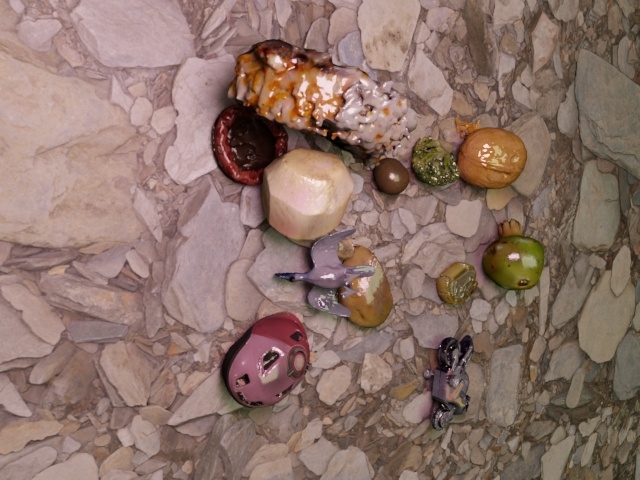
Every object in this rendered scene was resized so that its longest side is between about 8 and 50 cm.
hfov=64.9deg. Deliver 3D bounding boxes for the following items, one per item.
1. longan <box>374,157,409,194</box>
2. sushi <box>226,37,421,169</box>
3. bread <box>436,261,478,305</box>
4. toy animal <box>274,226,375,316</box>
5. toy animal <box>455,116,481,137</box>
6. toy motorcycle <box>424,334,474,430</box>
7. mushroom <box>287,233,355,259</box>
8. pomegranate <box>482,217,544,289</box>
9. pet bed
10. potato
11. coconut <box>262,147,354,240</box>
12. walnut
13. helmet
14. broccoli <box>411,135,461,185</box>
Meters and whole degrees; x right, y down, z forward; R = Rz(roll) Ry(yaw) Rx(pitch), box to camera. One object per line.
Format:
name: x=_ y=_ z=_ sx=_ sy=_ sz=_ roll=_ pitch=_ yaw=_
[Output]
longan: x=0.200 y=-0.183 z=1.416 sx=0.113 sy=0.092 sz=0.113 roll=11 pitch=66 yaw=-26
sushi: x=0.010 y=-0.294 z=1.100 sx=0.418 sy=0.417 sz=0.175 roll=20 pitch=102 yaw=-33
bread: x=0.447 y=0.137 z=1.630 sx=0.156 sy=0.064 sz=0.117 roll=-40 pitch=117 yaw=-21
toy animal: x=0.023 y=0.082 z=1.298 sx=0.255 sy=0.176 sz=0.239 roll=-6 pitch=110 yaw=-44
toy animal: x=0.472 y=-0.364 z=1.598 sx=0.083 sy=0.060 sz=0.081 roll=-29 pitch=74 yaw=-27
toy motorcycle: x=0.428 y=0.462 z=1.641 sx=0.173 sy=0.108 sz=0.307 roll=8 pitch=91 yaw=-42
mushroom: x=-0.001 y=0.003 z=1.337 sx=0.202 sy=0.054 sz=0.059 roll=16 pitch=81 yaw=-28
pomegranate: x=0.629 y=0.043 z=1.672 sx=0.159 sy=0.190 sz=0.240 roll=10 pitch=92 yaw=-9
pet bed: x=-0.164 y=-0.227 z=1.197 sx=0.201 sy=0.053 sz=0.201 roll=-9 pitch=106 yaw=-34
potato: x=0.120 y=0.146 z=1.403 sx=0.138 sy=0.098 sz=0.243 roll=-32 pitch=111 yaw=-24
coconut: x=-0.029 y=-0.105 z=1.198 sx=0.237 sy=0.197 sz=0.237 roll=-46 pitch=160 yaw=-22
walnut: x=0.532 y=-0.255 z=1.567 sx=0.226 sy=0.193 sz=0.193 roll=8 pitch=92 yaw=-35
helmet: x=-0.114 y=0.304 z=1.241 sx=0.253 sy=0.154 sz=0.198 roll=-30 pitch=110 yaw=-22
broccoli: x=0.336 y=-0.235 z=1.480 sx=0.146 sy=0.138 sz=0.162 roll=-9 pitch=61 yaw=-25
